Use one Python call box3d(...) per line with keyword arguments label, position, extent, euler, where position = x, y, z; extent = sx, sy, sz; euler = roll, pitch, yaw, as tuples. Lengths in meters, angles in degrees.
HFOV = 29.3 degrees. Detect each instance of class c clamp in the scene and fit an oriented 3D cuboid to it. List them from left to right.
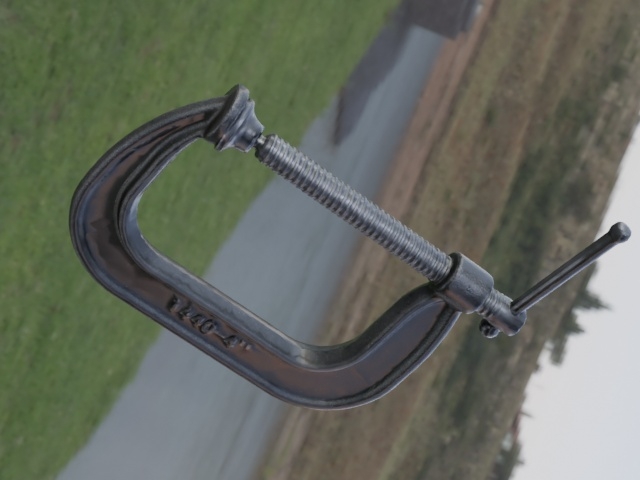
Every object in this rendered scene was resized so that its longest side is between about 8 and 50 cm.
box3d(label="c clamp", position=(0.000, 0.000, 0.425), extent=(0.137, 0.161, 0.022), euler=(-50, -161, 32))
